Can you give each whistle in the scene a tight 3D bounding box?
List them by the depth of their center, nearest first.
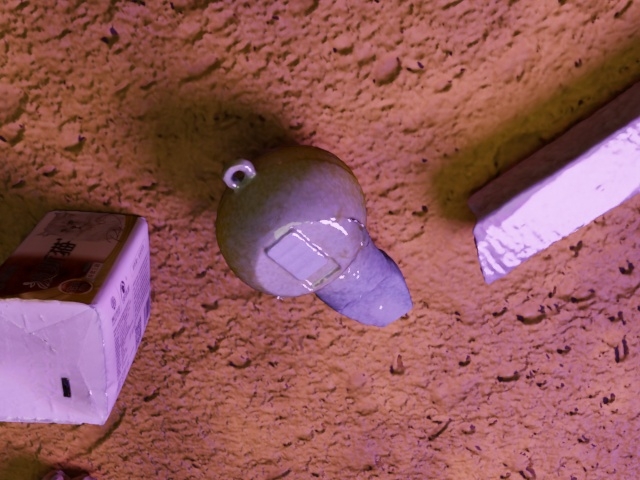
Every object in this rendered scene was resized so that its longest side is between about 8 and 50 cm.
[{"bbox_3d":[0.000,0.000,0.541,0.123,0.122,0.223,-37,131,15],"label":"whistle"}]

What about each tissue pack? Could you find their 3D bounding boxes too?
[{"bbox_3d":[-0.195,0.054,0.524,0.099,0.148,0.106,4,115,-3],"label":"tissue pack"}]

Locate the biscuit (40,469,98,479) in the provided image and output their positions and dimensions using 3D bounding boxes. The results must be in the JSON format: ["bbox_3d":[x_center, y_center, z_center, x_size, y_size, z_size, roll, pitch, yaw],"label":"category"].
[{"bbox_3d":[-0.310,0.312,0.695,0.219,0.055,0.061,-47,143,20],"label":"biscuit"}]

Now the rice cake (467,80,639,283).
[{"bbox_3d":[0.263,-0.094,0.511,0.365,0.056,0.072,-37,116,15],"label":"rice cake"}]
